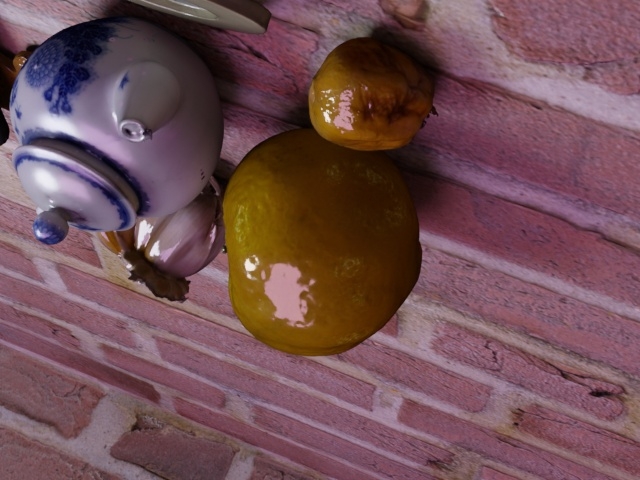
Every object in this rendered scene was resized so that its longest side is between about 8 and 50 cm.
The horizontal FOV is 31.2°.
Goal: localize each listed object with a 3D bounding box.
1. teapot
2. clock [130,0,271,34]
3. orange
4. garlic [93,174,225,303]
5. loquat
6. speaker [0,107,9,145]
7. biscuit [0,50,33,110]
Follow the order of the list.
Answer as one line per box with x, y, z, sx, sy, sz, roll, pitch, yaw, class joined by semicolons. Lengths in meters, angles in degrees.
-0.254;-0.112;1.344;0.252;0.280;0.424;35;155;-16;teapot
-0.162;-0.257;1.149;0.235;0.029;0.235;17;-177;-1;clock
0.000;0.000;1.359;0.235;0.279;0.279;-3;156;-7;orange
-0.199;-0.014;1.556;0.207;0.207;0.257;34;164;-19;garlic
0.053;-0.147;1.190;0.137;0.113;0.137;1;149;1;loquat
-0.559;-0.241;1.519;0.184;0.180;0.388;49;161;35;speaker
-0.398;-0.210;1.583;0.138;0.031;0.205;37;156;-11;biscuit
